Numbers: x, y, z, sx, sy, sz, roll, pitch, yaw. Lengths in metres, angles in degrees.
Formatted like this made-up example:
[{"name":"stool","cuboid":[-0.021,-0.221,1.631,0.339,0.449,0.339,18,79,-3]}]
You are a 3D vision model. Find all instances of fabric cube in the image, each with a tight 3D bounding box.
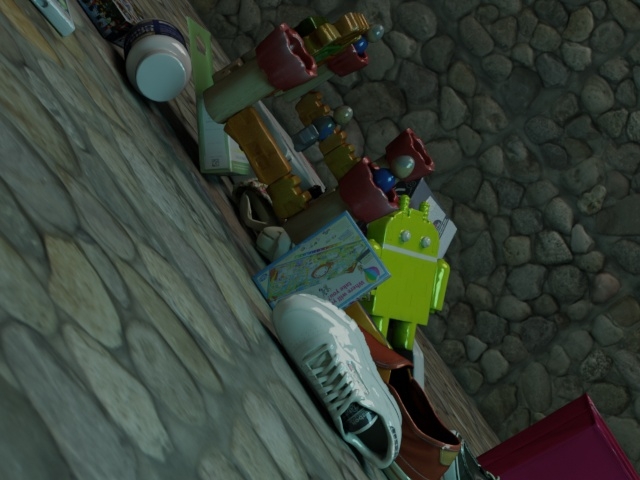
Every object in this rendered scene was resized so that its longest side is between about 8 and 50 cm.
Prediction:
[{"name":"fabric cube","cuboid":[0.420,0.452,1.889,0.254,0.258,0.259,57,10,3]}]

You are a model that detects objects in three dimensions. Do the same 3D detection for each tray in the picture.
[{"name":"tray","cuboid":[0.158,0.211,2.133,0.270,0.030,0.145,-115,-160,-64]}]

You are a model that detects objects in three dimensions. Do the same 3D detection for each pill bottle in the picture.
[{"name":"pill bottle","cuboid":[-0.235,-0.258,1.586,0.094,0.094,0.169,52,5,-26]}]

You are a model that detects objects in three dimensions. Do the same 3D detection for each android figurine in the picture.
[{"name":"android figurine","cuboid":[0.143,0.057,1.955,0.056,0.273,0.248,7,-7,42]}]

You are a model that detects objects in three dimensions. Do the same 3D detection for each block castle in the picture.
[{"name":"block castle","cuboid":[0.031,-0.184,1.663,0.303,0.212,0.453,58,18,-3]}]

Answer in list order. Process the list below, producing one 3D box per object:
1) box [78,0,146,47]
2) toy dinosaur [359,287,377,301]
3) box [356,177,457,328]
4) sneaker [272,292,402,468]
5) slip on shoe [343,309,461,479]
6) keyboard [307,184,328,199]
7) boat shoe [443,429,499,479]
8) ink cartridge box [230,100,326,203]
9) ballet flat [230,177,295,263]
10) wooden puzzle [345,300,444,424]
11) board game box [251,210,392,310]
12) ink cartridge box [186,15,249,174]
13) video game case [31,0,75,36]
[{"name":"box","cuboid":[-0.335,-0.377,1.720,0.159,0.044,0.233,55,5,1]},{"name":"toy dinosaur","cuboid":[0.038,0.064,1.754,0.183,0.092,0.053,67,32,-61]},{"name":"box","cuboid":[0.128,0.022,2.079,0.142,0.247,0.163,5,-35,43]},{"name":"sneaker","cuboid":[0.024,0.166,1.314,0.235,0.090,0.095,52,15,-11]},{"name":"slip on shoe","cuboid":[0.074,0.177,1.466,0.331,0.101,0.123,56,23,19]},{"name":"keyboard","cuboid":[0.000,0.000,1.837,0.317,0.033,0.202,26,66,-80]},{"name":"boat shoe","cuboid":[0.232,0.366,1.604,0.078,0.070,0.219,-65,139,-58]},{"name":"ink cartridge box","cuboid":[-0.080,-0.119,1.990,0.197,0.114,0.273,59,5,35]},{"name":"ballet flat","cuboid":[-0.074,-0.012,1.665,0.077,0.091,0.241,9,30,-36]},{"name":"wooden puzzle","cuboid":[0.098,0.208,1.698,0.322,0.080,0.348,56,5,10]},{"name":"board game box","cuboid":[0.001,0.047,1.437,0.103,0.154,0.026,56,5,13]},{"name":"ink cartridge box","cuboid":[-0.155,-0.218,1.697,0.171,0.056,0.235,-17,104,-84]},{"name":"video game case","cuboid":[-0.373,-0.354,1.353,0.173,0.022,0.190,51,6,-37]}]
